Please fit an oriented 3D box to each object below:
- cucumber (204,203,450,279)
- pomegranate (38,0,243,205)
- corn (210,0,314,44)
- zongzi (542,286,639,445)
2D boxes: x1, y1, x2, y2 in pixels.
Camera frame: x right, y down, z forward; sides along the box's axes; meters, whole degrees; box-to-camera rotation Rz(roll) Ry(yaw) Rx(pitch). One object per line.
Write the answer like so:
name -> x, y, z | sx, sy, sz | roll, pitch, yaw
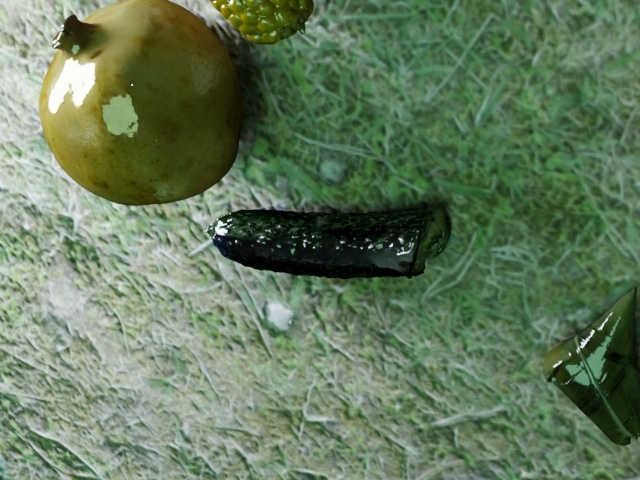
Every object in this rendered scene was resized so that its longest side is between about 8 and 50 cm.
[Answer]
cucumber -> 0.001, 0.003, 1.219 | 0.245, 0.067, 0.067 | 0, 115, 34
pomegranate -> -0.163, -0.126, 1.173 | 0.196, 0.196, 0.196 | 15, 122, 25
corn -> -0.105, -0.298, 1.095 | 0.102, 0.102, 0.313 | -28, 102, 39
zongzi -> 0.259, 0.108, 1.129 | 0.104, 0.052, 0.113 | 42, 117, -5
